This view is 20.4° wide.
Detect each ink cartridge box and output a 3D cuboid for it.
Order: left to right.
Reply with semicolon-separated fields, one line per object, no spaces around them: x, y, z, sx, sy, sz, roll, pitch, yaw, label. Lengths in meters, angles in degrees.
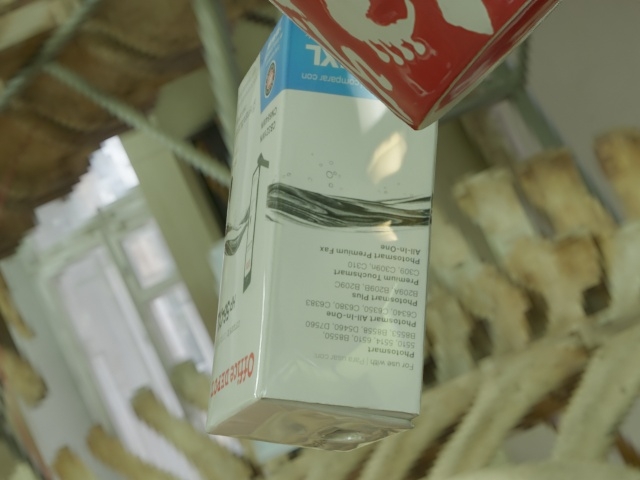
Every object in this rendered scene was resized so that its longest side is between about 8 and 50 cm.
0.000;0.000;0.929;0.086;0.203;0.148;8;-15;-12;ink cartridge box

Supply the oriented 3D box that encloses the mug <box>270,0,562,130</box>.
-0.001;-0.122;0.454;0.113;0.169;0.150;-44;-3;-11;mug
